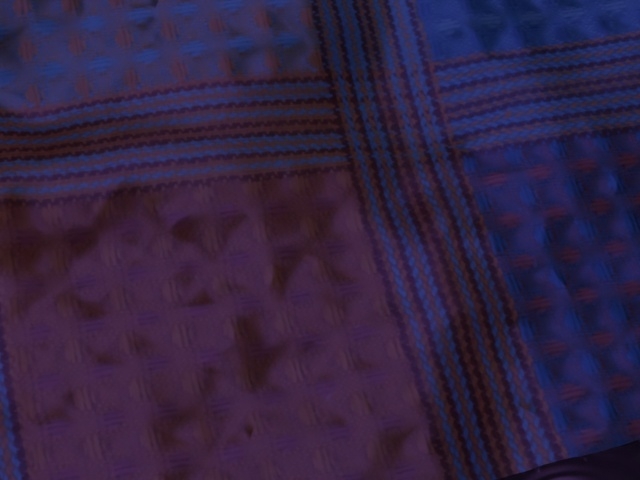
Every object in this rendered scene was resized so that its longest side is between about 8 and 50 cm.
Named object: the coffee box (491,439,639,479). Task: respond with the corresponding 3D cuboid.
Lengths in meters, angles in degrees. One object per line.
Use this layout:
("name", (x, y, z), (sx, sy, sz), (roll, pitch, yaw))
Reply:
("coffee box", (0.064, 0.134, 0.333), (0.113, 0.040, 0.184), (-11, 48, -18))

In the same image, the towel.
("towel", (0.000, 0.000, 0.470), (0.370, 0.040, 0.271), (-8, 61, -16))
